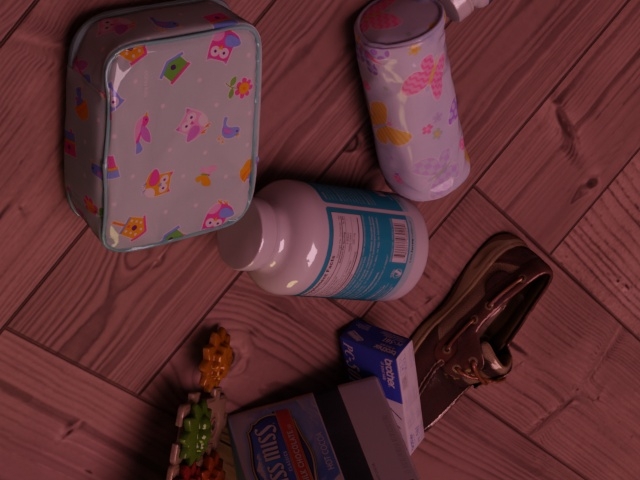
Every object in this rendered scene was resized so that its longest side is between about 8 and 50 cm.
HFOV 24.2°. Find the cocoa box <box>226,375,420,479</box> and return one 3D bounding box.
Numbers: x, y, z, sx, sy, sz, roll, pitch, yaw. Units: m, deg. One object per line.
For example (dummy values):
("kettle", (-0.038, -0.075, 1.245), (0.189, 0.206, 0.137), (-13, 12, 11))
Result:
("cocoa box", (0.026, 0.399, 2.024), (0.228, 0.347, 0.231), (-14, 131, -7))

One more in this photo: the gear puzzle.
("gear puzzle", (-0.149, 0.281, 1.971), (0.175, 0.044, 0.338), (2, 98, -73))

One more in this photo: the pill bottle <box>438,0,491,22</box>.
("pill bottle", (0.202, -0.338, 1.851), (0.137, 0.078, 0.078), (-42, 137, -7))

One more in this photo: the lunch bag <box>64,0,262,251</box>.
("lunch bag", (-0.172, -0.129, 1.682), (0.224, 0.108, 0.279), (-18, 131, -32))

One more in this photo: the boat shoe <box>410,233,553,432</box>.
("boat shoe", (0.226, 0.159, 2.203), (0.123, 0.123, 0.342), (26, 102, -46))

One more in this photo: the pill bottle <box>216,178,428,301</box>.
("pill bottle", (0.000, 0.000, 1.888), (0.264, 0.146, 0.146), (6, 116, -41))

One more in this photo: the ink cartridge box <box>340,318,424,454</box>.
("ink cartridge box", (0.090, 0.213, 2.148), (0.046, 0.097, 0.207), (-47, 142, -35))

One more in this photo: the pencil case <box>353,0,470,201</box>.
("pencil case", (0.120, -0.178, 1.878), (0.124, 0.113, 0.273), (-40, 138, -23))
